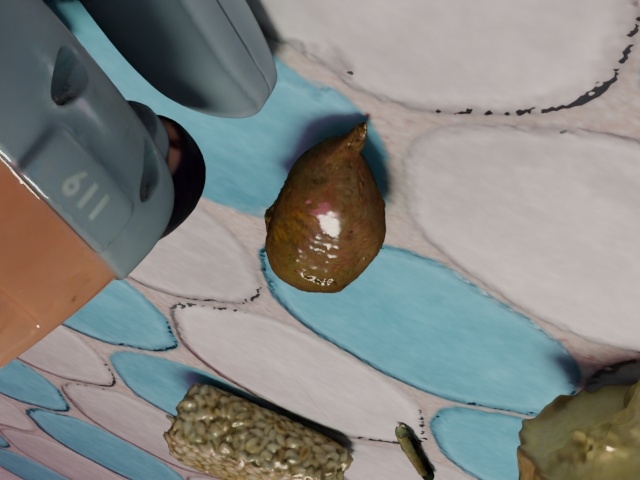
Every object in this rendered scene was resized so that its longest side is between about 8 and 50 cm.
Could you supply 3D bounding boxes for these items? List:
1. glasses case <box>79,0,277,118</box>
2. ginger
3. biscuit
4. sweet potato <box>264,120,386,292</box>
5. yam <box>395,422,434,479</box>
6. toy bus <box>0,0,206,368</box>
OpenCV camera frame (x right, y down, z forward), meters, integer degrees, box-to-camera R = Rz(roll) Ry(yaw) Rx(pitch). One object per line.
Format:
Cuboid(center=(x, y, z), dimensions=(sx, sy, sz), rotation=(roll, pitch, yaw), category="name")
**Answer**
Cuboid(center=(-0.075, -0.115, 0.590), dimensions=(0.067, 0.045, 0.178), rotation=(14, 155, 30), category="glasses case")
Cuboid(center=(0.245, 0.176, 0.789), dimensions=(0.276, 0.130, 0.221), rotation=(19, 148, 2), category="ginger")
Cuboid(center=(-0.056, 0.187, 1.194), dimensions=(0.168, 0.070, 0.082), rotation=(19, 160, 10), category="biscuit")
Cuboid(center=(-0.002, 0.005, 0.753), dimensions=(0.068, 0.068, 0.226), rotation=(24, 158, 3), category="sweet potato")
Cuboid(center=(0.080, 0.180, 1.109), dimensions=(0.014, 0.014, 0.107), rotation=(14, 155, 26), category="yam")
Cuboid(center=(-0.209, -0.048, 0.598), dimensions=(0.288, 0.232, 0.194), rotation=(35, 170, 38), category="toy bus")
